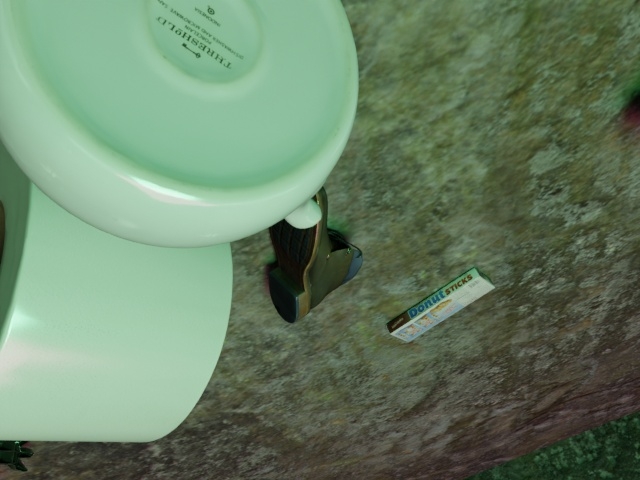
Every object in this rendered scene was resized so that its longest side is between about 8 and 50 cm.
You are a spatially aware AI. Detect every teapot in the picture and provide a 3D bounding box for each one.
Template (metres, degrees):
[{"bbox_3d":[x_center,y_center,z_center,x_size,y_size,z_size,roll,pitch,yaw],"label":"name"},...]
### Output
[{"bbox_3d":[-0.114,-0.105,0.426,0.252,0.256,0.187,-23,-179,-32],"label":"teapot"}]

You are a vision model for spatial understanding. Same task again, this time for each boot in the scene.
[{"bbox_3d":[0.000,0.000,0.743,0.106,0.082,0.219,-26,147,-32],"label":"boot"}]

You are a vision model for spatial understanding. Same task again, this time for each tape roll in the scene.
[{"bbox_3d":[-0.213,0.048,0.532,0.169,0.246,0.246,18,129,-41],"label":"tape roll"}]

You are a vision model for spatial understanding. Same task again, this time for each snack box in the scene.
[{"bbox_3d":[0.195,0.109,1.004,0.178,0.022,0.064,-37,142,21],"label":"snack box"}]

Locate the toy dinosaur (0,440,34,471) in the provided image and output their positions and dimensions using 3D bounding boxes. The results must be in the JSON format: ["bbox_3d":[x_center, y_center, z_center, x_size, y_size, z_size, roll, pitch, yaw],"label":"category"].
[{"bbox_3d":[-0.556,0.364,0.873,0.218,0.165,0.322,0,164,-1],"label":"toy dinosaur"}]
